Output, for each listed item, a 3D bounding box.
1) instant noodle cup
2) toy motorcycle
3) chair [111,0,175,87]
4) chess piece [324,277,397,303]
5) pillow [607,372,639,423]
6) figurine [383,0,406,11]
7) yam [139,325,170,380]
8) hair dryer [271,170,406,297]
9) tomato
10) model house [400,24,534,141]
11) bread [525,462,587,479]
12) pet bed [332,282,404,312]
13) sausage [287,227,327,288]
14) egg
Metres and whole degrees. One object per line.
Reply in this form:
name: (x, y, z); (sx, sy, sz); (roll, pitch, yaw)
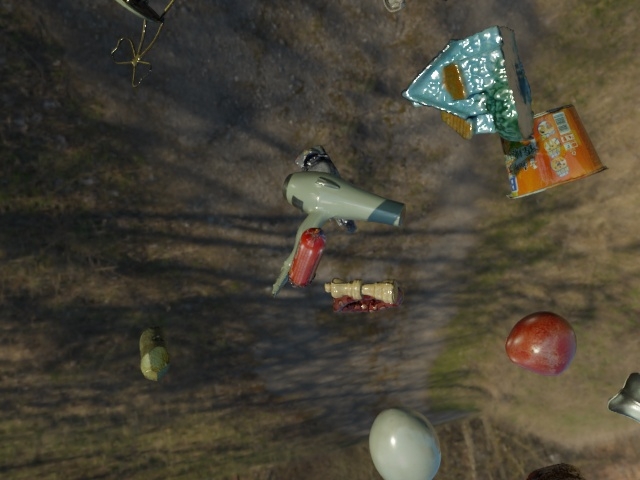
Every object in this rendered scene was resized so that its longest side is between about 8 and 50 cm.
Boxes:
instant noodle cup: (0.674, -0.266, 2.001); (0.297, 0.213, 0.296); (-18, 180, 0)
toy motorcycle: (0.015, -0.157, 1.856); (0.108, 0.307, 0.173); (-31, 147, 2)
chair: (-0.400, -0.517, 1.464); (0.325, 0.160, 0.170); (-52, 151, 17)
chess piece: (0.092, 0.113, 1.573); (0.172, 0.060, 0.060); (2, 164, 19)
pillow: (0.650, 0.334, 1.333); (0.091, 0.136, 0.055); (-44, 155, -15)
figurine: (0.191, -0.650, 1.511); (0.143, 0.309, 0.308); (-56, 171, -23)
yam: (-0.388, 0.262, 1.581); (0.070, 0.146, 0.069); (-7, 116, -14)
hair dryer: (0.037, -0.011, 1.199); (0.229, 0.267, 0.092); (0, 148, 8)
tomato: (0.530, 0.249, 1.609); (0.168, 0.167, 0.167); (-13, 158, -5)
model house: (0.285, -0.289, 1.353); (0.241, 0.225, 0.261); (-10, -171, 25)
bread: (0.471, 0.509, 1.349); (0.139, 0.077, 0.271); (-21, 166, 12)
pet bed: (0.124, 0.151, 1.754); (0.201, 0.053, 0.201); (-5, 166, -1)
sausage: (-0.019, 0.022, 1.014); (0.050, 0.048, 0.145); (-21, 158, -22)
egg: (0.181, 0.442, 1.451); (0.151, 0.151, 0.209); (-16, 123, 2)
